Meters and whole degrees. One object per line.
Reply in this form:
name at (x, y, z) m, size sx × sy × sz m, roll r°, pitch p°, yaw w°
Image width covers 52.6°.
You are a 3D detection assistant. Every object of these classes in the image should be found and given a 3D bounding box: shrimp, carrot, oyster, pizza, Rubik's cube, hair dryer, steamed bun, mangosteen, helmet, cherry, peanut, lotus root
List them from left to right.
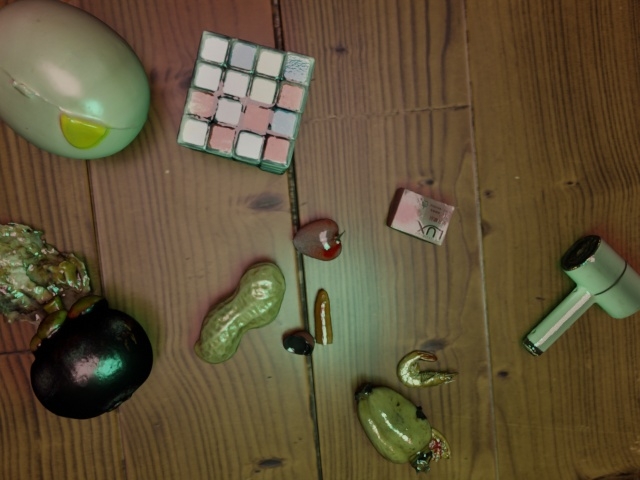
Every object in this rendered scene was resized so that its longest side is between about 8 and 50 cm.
oyster at (-0.736, 0.078, 1.531) m, size 0.351 × 0.115 × 0.238 m, roll 36°, pitch 90°, yaw -23°
steamed bun at (-0.558, -0.349, 1.415) m, size 0.374 × 0.334 × 0.334 m, roll 34°, pitch 90°, yaw -4°
mangosteen at (-0.547, 0.256, 1.502) m, size 0.275 × 0.275 × 0.302 m, roll -35°, pitch 84°, yaw -2°
peanut at (-0.195, 0.183, 1.596) m, size 0.136 × 0.120 × 0.298 m, roll 44°, pitch 91°, yaw -2°
Rubik's cube at (-0.169, -0.306, 1.492) m, size 0.253 × 0.259 × 0.256 m, roll 14°, pitch 93°, yaw -8°
helmet at (-0.050, 0.255, 1.650) m, size 0.084 × 0.049 × 0.065 m, roll 9°, pitch 128°, yaw 19°
cherry at (0.000, -0.005, 1.618) m, size 0.126 × 0.087 × 0.106 m, roll 17°, pitch 99°, yaw 11°
carrot at (0.005, 0.195, 1.655) m, size 0.048 × 0.048 × 0.139 m, roll -4°, pitch 92°, yaw -5°
lotus root at (0.191, 0.469, 1.647) m, size 0.154 × 0.140 × 0.257 m, roll -40°, pitch 87°, yaw 12°
shrimp at (0.281, 0.337, 1.701) m, size 0.162 × 0.045 × 0.095 m, roll -6°, pitch 74°, yaw 0°
pizza at (0.310, 0.555, 1.718) m, size 0.099 × 0.029 × 0.100 m, roll 26°, pitch 92°, yaw -8°
hair dryer at (0.658, 0.179, 1.691) m, size 0.203 × 0.128 × 0.362 m, roll 42°, pitch 97°, yaw -8°

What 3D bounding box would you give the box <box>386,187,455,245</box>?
box at (0.254, -0.060, 1.654) m, size 0.156 × 0.060 × 0.111 m, roll 19°, pitch 93°, yaw -6°
